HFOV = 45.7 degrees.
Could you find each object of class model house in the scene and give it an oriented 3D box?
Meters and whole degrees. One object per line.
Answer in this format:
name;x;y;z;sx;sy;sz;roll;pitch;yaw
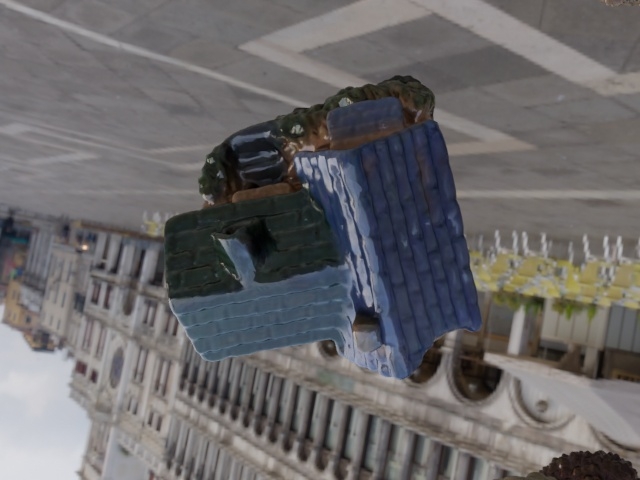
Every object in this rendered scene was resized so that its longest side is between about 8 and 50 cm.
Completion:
model house;0.000;0.000;0.489;0.182;0.167;0.172;-12;-164;12

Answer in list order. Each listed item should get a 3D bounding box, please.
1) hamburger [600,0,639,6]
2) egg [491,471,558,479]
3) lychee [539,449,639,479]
hamburger;0.492;-0.497;1.132;0.259;0.283;0.144;1;-166;9
egg;0.206;0.348;0.630;0.279;0.310;0.279;-30;-176;2
lychee;0.409;0.453;1.175;0.271;0.272;0.271;11;177;1
